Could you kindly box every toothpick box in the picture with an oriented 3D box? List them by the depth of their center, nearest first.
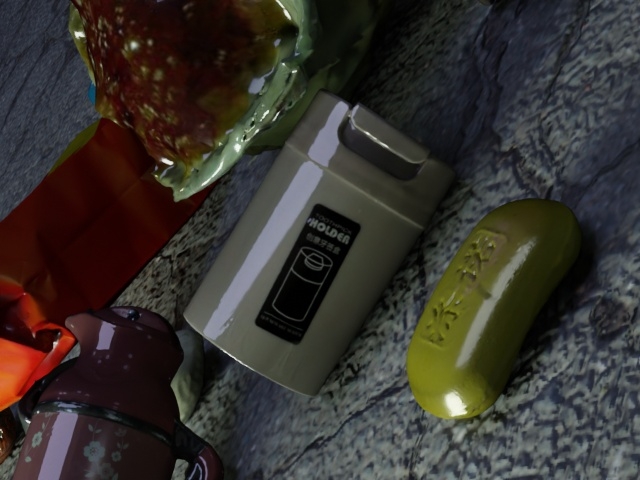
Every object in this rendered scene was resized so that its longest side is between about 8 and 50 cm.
[{"bbox_3d":[0.000,0.000,1.057,0.180,0.111,0.111,-58,22,4],"label":"toothpick box"}]

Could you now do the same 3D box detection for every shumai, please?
[{"bbox_3d":[-0.059,-0.137,1.180,0.330,0.292,0.288,101,160,-49],"label":"shumai"}]

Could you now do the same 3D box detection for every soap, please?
[{"bbox_3d":[0.095,0.036,0.898,0.140,0.045,0.089,-60,26,-4],"label":"soap"}]

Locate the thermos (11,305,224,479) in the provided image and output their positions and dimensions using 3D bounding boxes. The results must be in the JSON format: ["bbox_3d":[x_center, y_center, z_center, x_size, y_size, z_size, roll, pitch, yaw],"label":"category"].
[{"bbox_3d":[-0.157,0.196,1.096,0.136,0.109,0.330,-9,57,41],"label":"thermos"}]

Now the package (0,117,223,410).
[{"bbox_3d":[-0.222,0.001,1.406,0.196,0.123,0.423,-34,14,42],"label":"package"}]

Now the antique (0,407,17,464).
[{"bbox_3d":[-0.348,0.186,1.558,0.104,0.104,0.104,-45,26,29],"label":"antique"}]

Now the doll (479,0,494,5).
[{"bbox_3d":[0.164,-0.331,1.012,0.370,0.226,0.215,-34,70,37],"label":"doll"}]

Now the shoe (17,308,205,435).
[{"bbox_3d":[-0.187,0.139,1.265,0.227,0.112,0.099,-46,26,24],"label":"shoe"}]

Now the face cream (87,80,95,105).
[{"bbox_3d":[-0.185,-0.294,1.857,0.163,0.080,0.336,-25,39,52],"label":"face cream"}]
